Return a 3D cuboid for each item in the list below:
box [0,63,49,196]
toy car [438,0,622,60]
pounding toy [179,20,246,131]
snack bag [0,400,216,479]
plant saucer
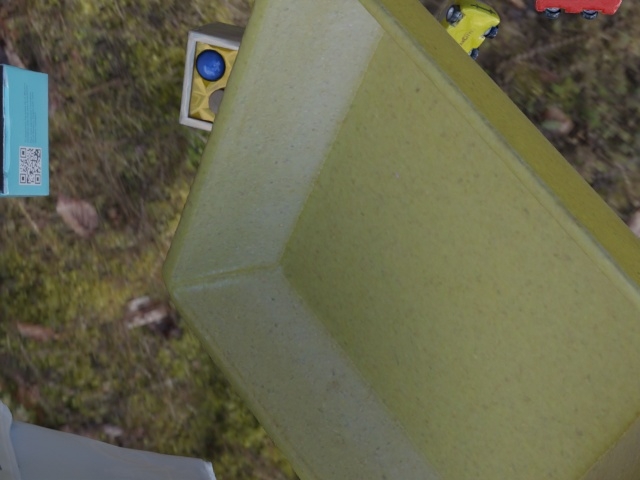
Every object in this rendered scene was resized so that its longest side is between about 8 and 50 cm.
[{"bbox_3d":[-0.336,-0.083,1.059,0.244,0.060,0.100,0,91,22],"label":"box"},{"bbox_3d":[0.193,-0.304,1.465,0.239,0.053,0.225,-18,140,24],"label":"toy car"},{"bbox_3d":[-0.090,-0.160,1.494,0.130,0.100,0.141,15,112,17],"label":"pounding toy"},{"bbox_3d":[-0.183,0.149,0.792,0.343,0.323,0.037,18,93,-19],"label":"snack bag"},{"bbox_3d":[0.061,0.039,0.739,0.081,0.333,0.332,-25,155,-33],"label":"plant saucer"}]
